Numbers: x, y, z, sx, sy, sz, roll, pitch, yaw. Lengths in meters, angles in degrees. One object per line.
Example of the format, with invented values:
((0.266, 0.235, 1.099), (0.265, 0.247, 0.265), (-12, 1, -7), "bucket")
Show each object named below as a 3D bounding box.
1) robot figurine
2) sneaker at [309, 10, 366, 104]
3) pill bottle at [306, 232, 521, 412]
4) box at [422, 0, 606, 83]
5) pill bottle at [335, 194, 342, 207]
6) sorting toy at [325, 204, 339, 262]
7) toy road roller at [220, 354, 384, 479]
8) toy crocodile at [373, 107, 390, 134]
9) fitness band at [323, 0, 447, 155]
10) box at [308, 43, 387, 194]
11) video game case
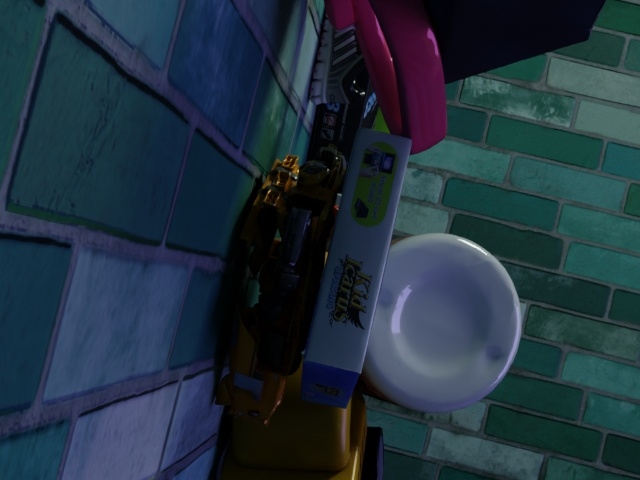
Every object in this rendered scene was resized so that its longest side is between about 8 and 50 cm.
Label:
((-0.043, 0.041, 1.222), (0.211, 0.085, 0.291), (-69, 172, -58), "robot figurine")
((0.039, -0.243, 1.409), (0.063, 0.075, 0.170), (-59, 162, -74), "sneaker")
((0.099, 0.108, 1.587), (0.392, 0.224, 0.224), (169, -64, -76), "pill bottle")
((0.144, -0.342, 1.054), (0.294, 0.183, 0.296), (81, -9, -76), "box")
((0.037, -0.049, 1.817), (0.169, 0.094, 0.094), (95, 10, -59), "pill bottle")
((0.000, 0.000, 1.583), (0.196, 0.047, 0.347), (-51, -179, 9), "sorting toy")
((-0.036, 0.284, 1.390), (0.329, 0.202, 0.240), (-78, 166, -51), "toy road roller")
((0.090, -0.191, 1.905), (0.105, 0.115, 0.340), (-59, 162, -76), "toy crocodile")
((0.060, -0.206, 1.160), (0.291, 0.054, 0.209), (70, -6, -64), "fitness band")
((0.058, -0.253, 1.645), (0.295, 0.073, 0.293), (-65, 167, -63), "box")
((0.034, 0.042, 1.237), (0.269, 0.061, 0.244), (96, 8, -75), "video game case")
